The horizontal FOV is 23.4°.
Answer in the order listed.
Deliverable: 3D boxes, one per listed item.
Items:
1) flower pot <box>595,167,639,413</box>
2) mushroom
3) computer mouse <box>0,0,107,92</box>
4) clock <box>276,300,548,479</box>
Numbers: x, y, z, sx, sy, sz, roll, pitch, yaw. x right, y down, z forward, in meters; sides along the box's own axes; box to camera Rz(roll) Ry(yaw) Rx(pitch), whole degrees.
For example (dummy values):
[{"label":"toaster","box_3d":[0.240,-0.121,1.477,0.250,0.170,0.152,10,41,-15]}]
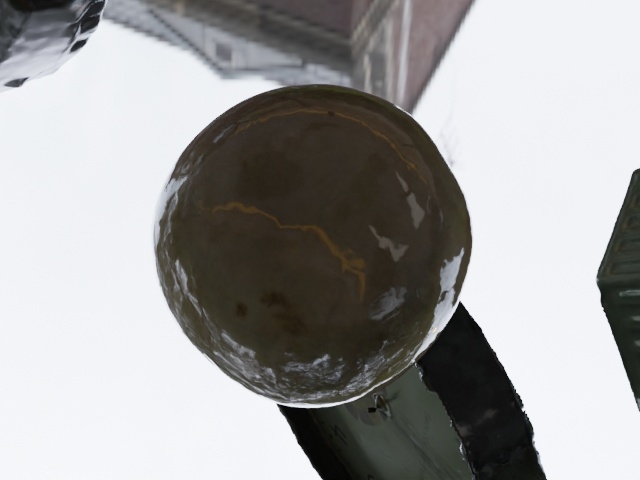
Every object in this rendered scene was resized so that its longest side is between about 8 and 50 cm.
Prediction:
[{"label":"flower pot","box_3d":[0.363,0.041,1.248,0.190,0.239,0.209,-6,-161,47]},{"label":"mushroom","box_3d":[0.000,0.000,0.990,0.204,0.204,0.204,2,-127,-2]},{"label":"computer mouse","box_3d":[-0.192,-0.201,0.740,0.100,0.170,0.269,-32,-82,-35]},{"label":"clock","box_3d":[0.051,0.128,1.222,0.061,0.312,0.312,-29,-120,-24]}]
